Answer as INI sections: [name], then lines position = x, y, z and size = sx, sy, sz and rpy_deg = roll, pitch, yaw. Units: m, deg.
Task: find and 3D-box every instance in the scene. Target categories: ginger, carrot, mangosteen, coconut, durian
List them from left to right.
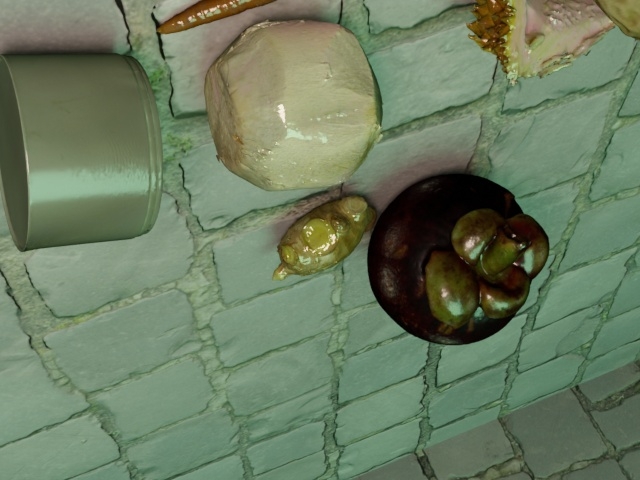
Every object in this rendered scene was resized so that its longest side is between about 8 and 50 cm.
[carrot]
position = -0.104, -0.299, 1.054
size = 0.216, 0.048, 0.048
rpy_deg = -24, 147, 4
[coconut]
position = -0.022, -0.178, 1.116
size = 0.231, 0.227, 0.227
rpy_deg = -12, 144, -20
[ginger]
position = 0.000, 0.000, 1.476
size = 0.216, 0.102, 0.157
rpy_deg = -35, 173, 3
[mangosteen]
position = 0.243, 0.033, 1.480
size = 0.307, 0.306, 0.347
rpy_deg = -15, -172, -19
[durian]
position = 0.325, -0.375, 1.164
size = 0.305, 0.185, 0.195
rpy_deg = -28, 129, -13

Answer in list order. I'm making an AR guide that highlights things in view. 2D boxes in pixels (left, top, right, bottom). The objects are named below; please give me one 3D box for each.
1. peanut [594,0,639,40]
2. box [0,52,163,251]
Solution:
[peanut]
position = 0.380, -0.408, 1.054
size = 0.140, 0.325, 0.153
rpy_deg = -24, -167, -26
[box]
position = -0.292, -0.106, 1.010
size = 0.149, 0.226, 0.226
rpy_deg = -7, 142, -28
